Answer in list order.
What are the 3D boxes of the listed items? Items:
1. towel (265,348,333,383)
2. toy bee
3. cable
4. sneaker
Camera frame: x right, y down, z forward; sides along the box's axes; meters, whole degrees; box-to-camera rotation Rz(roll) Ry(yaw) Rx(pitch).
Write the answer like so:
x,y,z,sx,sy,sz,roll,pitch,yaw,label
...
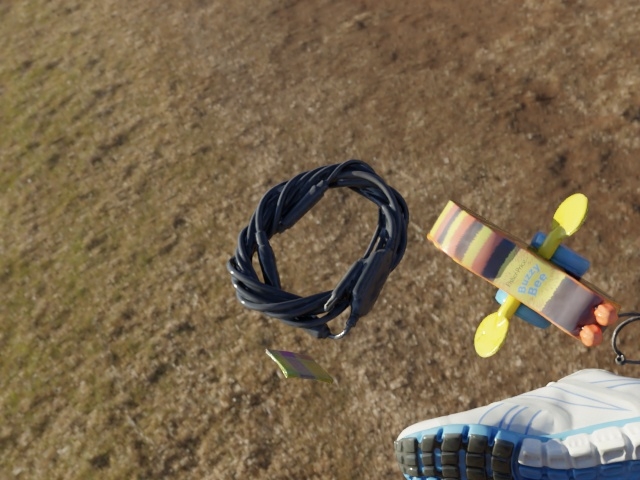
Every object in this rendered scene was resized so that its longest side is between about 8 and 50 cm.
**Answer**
x,y,z,sx,sy,sz,roll,pitch,yaw,label
-0.026,0.159,0.955,0.060,0.083,0.009,40,106,44,towel
0.261,0.046,0.821,0.298,0.195,0.162,10,9,6,toy bee
0.000,0.000,0.706,0.150,0.047,0.185,16,63,22,cable
0.140,0.116,0.455,0.190,0.071,0.083,-7,29,19,sneaker
